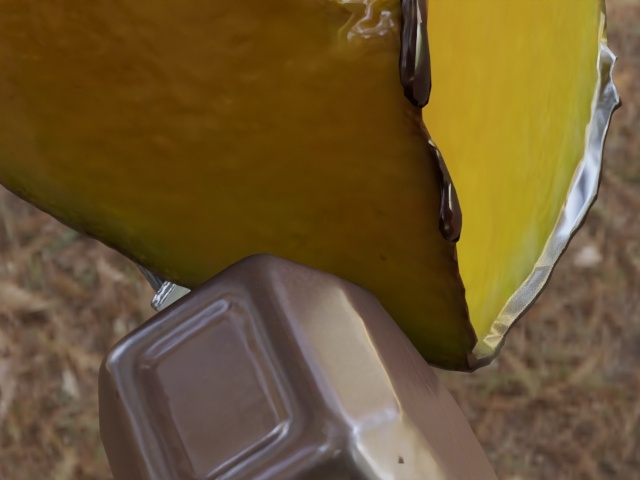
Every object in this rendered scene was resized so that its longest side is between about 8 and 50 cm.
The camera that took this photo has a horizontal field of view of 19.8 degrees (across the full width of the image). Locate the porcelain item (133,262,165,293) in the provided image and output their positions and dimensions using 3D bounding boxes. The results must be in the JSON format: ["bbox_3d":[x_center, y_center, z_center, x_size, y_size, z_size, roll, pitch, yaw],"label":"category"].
[{"bbox_3d":[-0.018,-0.043,1.443,0.281,0.157,0.286,-37,90,-9],"label":"porcelain item"}]

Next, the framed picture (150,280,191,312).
[{"bbox_3d":[0.000,0.000,1.198,0.203,0.150,0.015,-54,33,-7],"label":"framed picture"}]

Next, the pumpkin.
[{"bbox_3d":[-0.032,-0.133,0.371,0.148,0.312,0.169,4,46,23],"label":"pumpkin"}]

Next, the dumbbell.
[{"bbox_3d":[-0.072,0.094,0.369,0.231,0.082,0.092,-34,48,9],"label":"dumbbell"}]
